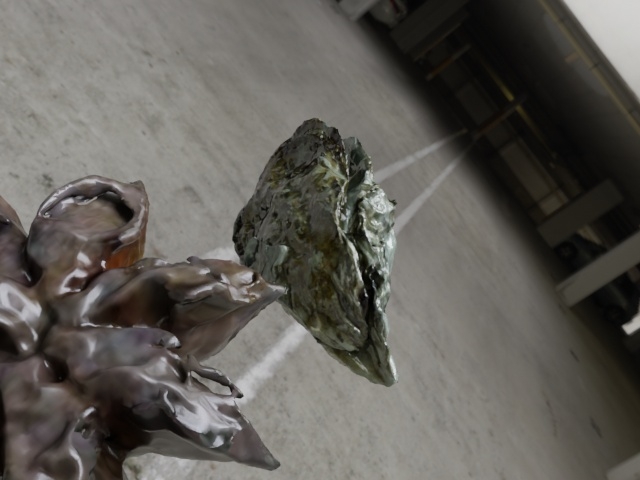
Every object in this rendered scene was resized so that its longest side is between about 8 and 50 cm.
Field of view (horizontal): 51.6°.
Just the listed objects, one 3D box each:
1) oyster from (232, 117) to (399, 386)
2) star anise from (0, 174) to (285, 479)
[{"bbox_3d":[0.002,0.000,0.669,0.158,0.162,0.351,9,35,-25],"label":"oyster"},{"bbox_3d":[-0.179,0.078,0.406,0.118,0.331,0.332,86,-17,-51],"label":"star anise"}]
